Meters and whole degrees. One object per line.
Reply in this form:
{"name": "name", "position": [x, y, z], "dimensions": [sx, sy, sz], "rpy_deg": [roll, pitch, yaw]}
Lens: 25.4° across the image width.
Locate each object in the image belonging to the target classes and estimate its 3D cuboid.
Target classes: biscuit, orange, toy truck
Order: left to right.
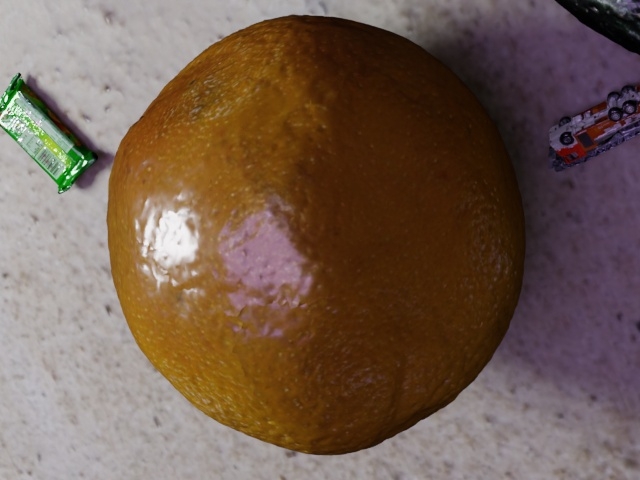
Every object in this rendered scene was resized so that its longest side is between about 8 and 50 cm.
{"name": "biscuit", "position": [-0.207, -0.078, 1.059], "dimensions": [0.089, 0.016, 0.046], "rpy_deg": [45, 119, 3]}
{"name": "orange", "position": [0.000, 0.000, 0.863], "dimensions": [0.264, 0.264, 0.264], "rpy_deg": [8, 112, 22]}
{"name": "toy truck", "position": [0.174, -0.070, 0.885], "dimensions": [0.083, 0.024, 0.032], "rpy_deg": [-26, 126, 27]}

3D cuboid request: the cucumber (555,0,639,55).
{"name": "cucumber", "position": [0.264, -0.099, 0.805], "dimensions": [0.303, 0.072, 0.081], "rpy_deg": [33, 119, 11]}
